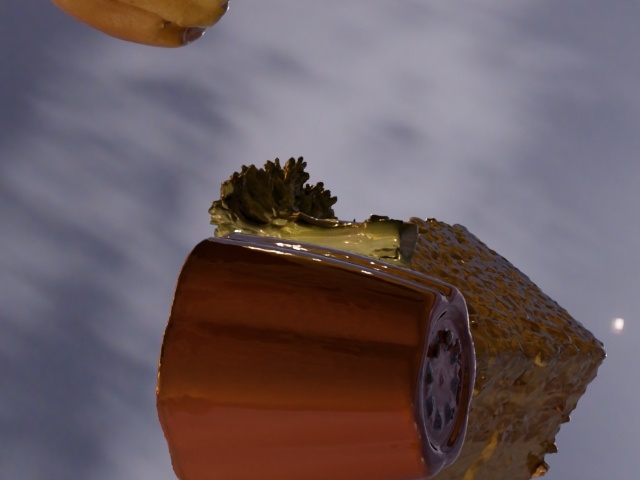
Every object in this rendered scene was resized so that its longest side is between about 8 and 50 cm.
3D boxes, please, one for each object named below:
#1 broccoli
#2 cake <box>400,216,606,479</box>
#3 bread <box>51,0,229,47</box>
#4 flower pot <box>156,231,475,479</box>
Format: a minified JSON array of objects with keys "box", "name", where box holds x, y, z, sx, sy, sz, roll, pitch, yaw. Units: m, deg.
[{"box":[0.000,-0.002,1.497,0.204,0.118,0.122,8,-149,46],"name":"broccoli"},{"box":[0.075,0.150,1.684,0.222,0.286,0.227,5,-149,-49],"name":"cake"},{"box":[-0.127,-0.265,1.421,0.166,0.294,0.132,16,-118,-12],"name":"bread"},{"box":[0.005,0.091,1.225,0.173,0.191,0.191,5,-142,23],"name":"flower pot"}]
